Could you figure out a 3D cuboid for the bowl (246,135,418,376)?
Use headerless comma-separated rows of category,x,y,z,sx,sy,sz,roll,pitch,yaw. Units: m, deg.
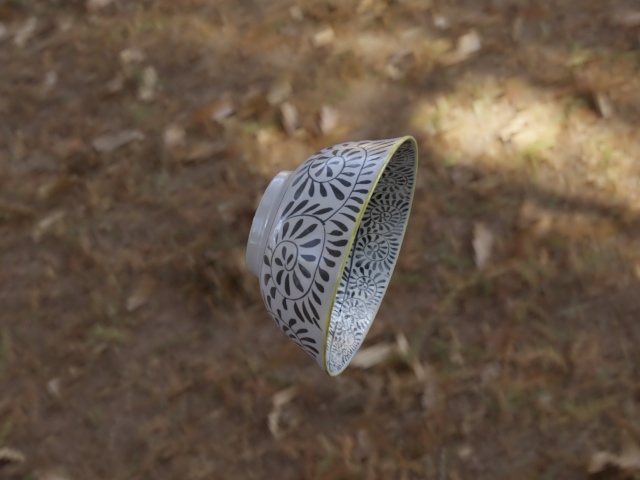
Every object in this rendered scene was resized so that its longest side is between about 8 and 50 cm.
bowl,0.000,0.000,1.088,0.080,0.170,0.170,18,50,13
